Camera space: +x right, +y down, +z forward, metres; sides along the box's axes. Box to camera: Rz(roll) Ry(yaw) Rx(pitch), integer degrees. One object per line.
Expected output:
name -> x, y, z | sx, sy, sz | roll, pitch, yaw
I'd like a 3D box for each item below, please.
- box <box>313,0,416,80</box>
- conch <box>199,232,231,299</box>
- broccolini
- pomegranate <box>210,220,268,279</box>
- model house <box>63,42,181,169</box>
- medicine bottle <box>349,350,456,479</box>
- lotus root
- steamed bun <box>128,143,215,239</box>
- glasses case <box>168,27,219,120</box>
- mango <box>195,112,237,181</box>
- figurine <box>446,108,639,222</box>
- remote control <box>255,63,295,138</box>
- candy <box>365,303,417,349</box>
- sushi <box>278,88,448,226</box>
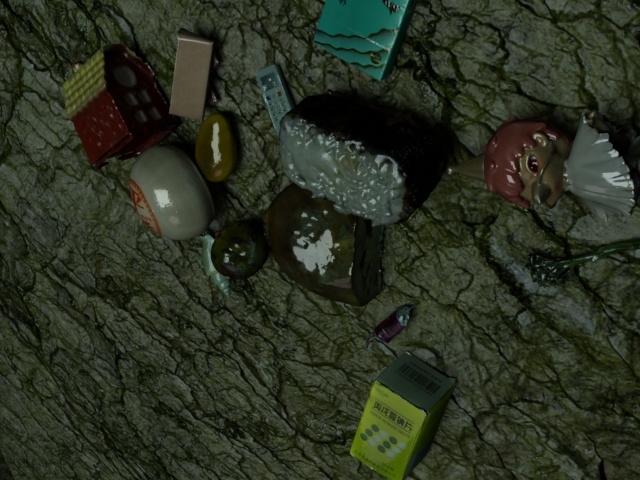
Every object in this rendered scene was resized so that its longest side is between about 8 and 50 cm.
box -> 0.087, -0.424, 1.469 | 0.161, 0.042, 0.226 | 35, 129, 18
conch -> -0.244, 0.059, 1.957 | 0.088, 0.065, 0.180 | -8, 106, 49
broccolini -> 0.472, 0.034, 1.420 | 0.071, 0.057, 0.254 | 28, 149, -36
pomegranate -> -0.198, 0.013, 1.861 | 0.163, 0.126, 0.138 | 32, 97, 29
model house -> -0.475, -0.320, 1.869 | 0.196, 0.160, 0.253 | -26, 95, 43
medicine bottle -> 0.179, 0.386, 1.771 | 0.137, 0.141, 0.250 | 32, 129, 24
lotus root -> -0.010, -0.014, 1.696 | 0.260, 0.149, 0.266 | 17, 119, 29
steamed bun -> -0.354, -0.099, 1.864 | 0.232, 0.145, 0.231 | 43, 153, 28
glasses case -> -0.261, -0.358, 1.761 | 0.103, 0.070, 0.193 | 13, 123, -1
mango -> -0.229, -0.207, 1.800 | 0.103, 0.076, 0.161 | 28, 126, 30
figurine -> 0.375, -0.118, 1.332 | 0.387, 0.166, 0.207 | 9, 143, 31
remote control -> -0.081, -0.279, 1.682 | 0.061, 0.029, 0.162 | -13, 100, 38
candy -> 0.153, 0.183, 1.743 | 0.043, 0.045, 0.175 | 40, 133, -4
sushi -> 0.067, -0.160, 1.536 | 0.343, 0.182, 0.196 | 27, 131, 28
